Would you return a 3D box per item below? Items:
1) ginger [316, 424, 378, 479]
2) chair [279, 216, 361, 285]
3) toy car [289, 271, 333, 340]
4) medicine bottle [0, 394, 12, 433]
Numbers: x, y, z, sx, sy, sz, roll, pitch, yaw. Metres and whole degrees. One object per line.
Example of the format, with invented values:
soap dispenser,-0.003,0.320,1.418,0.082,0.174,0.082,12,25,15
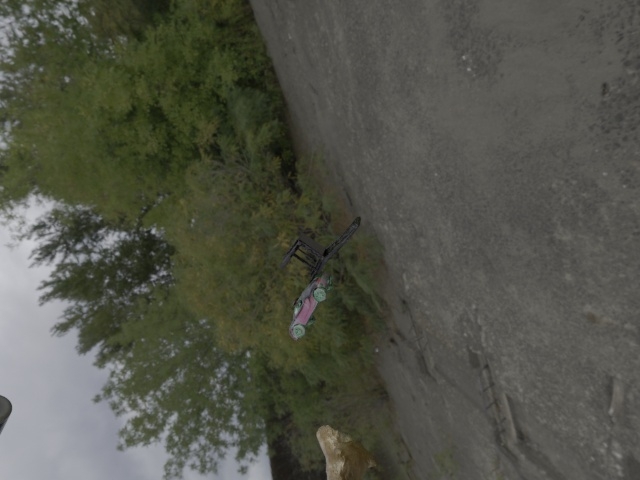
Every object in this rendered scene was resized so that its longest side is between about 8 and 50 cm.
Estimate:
ginger,0.045,0.615,1.124,0.193,0.122,0.115,44,142,-6
chair,0.000,0.000,1.005,0.101,0.212,0.084,35,-168,-9
toy car,-0.022,0.121,0.749,0.055,0.142,0.069,29,-164,6
medicine bottle,-0.895,0.503,1.040,0.107,0.191,0.107,30,-171,-5
